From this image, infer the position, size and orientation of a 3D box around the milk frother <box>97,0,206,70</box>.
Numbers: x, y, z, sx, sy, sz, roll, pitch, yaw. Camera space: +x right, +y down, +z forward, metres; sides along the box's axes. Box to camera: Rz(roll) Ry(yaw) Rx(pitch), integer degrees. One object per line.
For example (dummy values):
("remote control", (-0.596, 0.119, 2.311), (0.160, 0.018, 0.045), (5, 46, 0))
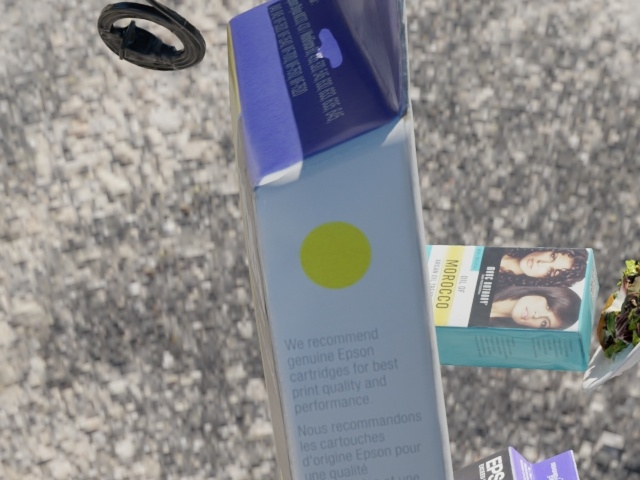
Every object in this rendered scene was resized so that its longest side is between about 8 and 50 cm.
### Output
("milk frother", (-0.084, -0.191, 0.951), (0.129, 0.143, 0.135), (44, 62, -4))

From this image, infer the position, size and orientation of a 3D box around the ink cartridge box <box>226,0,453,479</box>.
("ink cartridge box", (0.000, 0.000, 0.642), (0.072, 0.307, 0.303), (-9, 18, -1))

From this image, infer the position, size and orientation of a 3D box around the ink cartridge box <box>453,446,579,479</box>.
("ink cartridge box", (0.176, 0.302, 1.643), (0.208, 0.045, 0.206), (-26, 23, 12))

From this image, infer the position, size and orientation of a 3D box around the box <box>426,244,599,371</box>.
("box", (0.129, 0.060, 1.458), (0.244, 0.060, 0.101), (1, 50, 19))

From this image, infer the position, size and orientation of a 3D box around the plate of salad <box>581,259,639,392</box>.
("plate of salad", (0.287, 0.050, 1.398), (0.048, 0.200, 0.200), (38, 61, 2))
